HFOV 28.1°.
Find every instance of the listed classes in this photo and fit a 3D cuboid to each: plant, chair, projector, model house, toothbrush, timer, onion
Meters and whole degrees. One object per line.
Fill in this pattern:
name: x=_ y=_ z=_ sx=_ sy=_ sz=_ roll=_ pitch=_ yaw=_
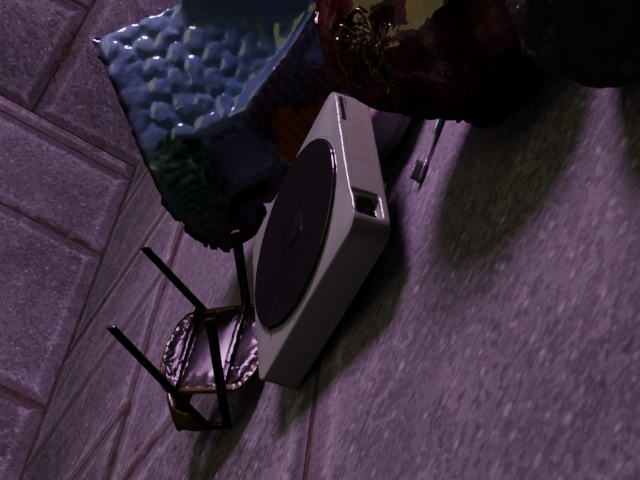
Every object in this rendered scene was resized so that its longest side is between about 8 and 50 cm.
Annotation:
plant: x=0.230 y=-0.256 z=1.075 sx=0.149 sy=0.146 sz=0.274 roll=-52 pitch=17 yaw=42
chair: x=-0.150 y=0.136 z=1.632 sx=0.172 sy=0.247 sz=0.158 roll=-9 pitch=40 yaw=20
projector: x=0.000 y=0.000 z=1.475 sx=0.257 sy=0.079 sz=0.259 roll=-96 pitch=29 yaw=-50
model house: x=-0.072 y=-0.193 z=1.815 sx=0.339 sy=0.297 sz=0.360 roll=-27 pitch=-15 yaw=5
toothbrush: x=0.132 y=-0.135 z=1.451 sx=0.011 sy=0.014 sz=0.167 roll=128 pitch=166 yaw=-63
timer: x=0.071 y=-0.172 z=1.622 sx=0.208 sy=0.069 sz=0.190 roll=-26 pitch=38 yaw=64
onion: x=0.123 y=-0.221 z=1.266 sx=0.281 sy=0.281 sz=0.221 roll=-111 pitch=8 yaw=-72
